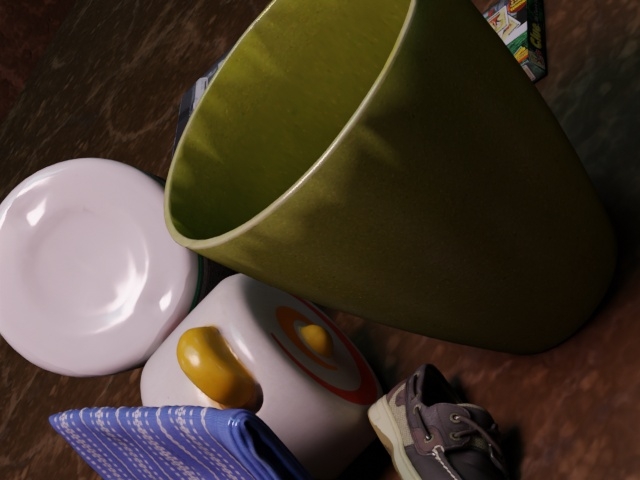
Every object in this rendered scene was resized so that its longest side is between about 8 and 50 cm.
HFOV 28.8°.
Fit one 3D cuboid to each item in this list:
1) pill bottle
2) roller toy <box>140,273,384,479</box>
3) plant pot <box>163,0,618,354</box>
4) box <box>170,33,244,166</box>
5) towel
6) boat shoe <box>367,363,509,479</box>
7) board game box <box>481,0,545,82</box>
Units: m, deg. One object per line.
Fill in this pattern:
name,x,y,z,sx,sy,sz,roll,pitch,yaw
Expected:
pill bottle,-0.198,0.031,1.296,0.204,0.204,0.361,-55,-6,1
roller toy,-0.046,0.127,1.080,0.146,0.209,0.191,-47,18,15
plant pot,0.080,-0.039,0.952,0.275,0.293,0.275,-39,31,29
box,-0.070,-0.193,1.619,0.307,0.076,0.242,-39,31,30
towel,-0.075,0.224,0.978,0.040,0.243,0.336,-48,19,-29
boat shoe,0.099,0.154,0.941,0.073,0.080,0.223,-58,22,6
board game box,0.126,-0.152,1.302,0.259,0.030,0.136,-35,35,35
